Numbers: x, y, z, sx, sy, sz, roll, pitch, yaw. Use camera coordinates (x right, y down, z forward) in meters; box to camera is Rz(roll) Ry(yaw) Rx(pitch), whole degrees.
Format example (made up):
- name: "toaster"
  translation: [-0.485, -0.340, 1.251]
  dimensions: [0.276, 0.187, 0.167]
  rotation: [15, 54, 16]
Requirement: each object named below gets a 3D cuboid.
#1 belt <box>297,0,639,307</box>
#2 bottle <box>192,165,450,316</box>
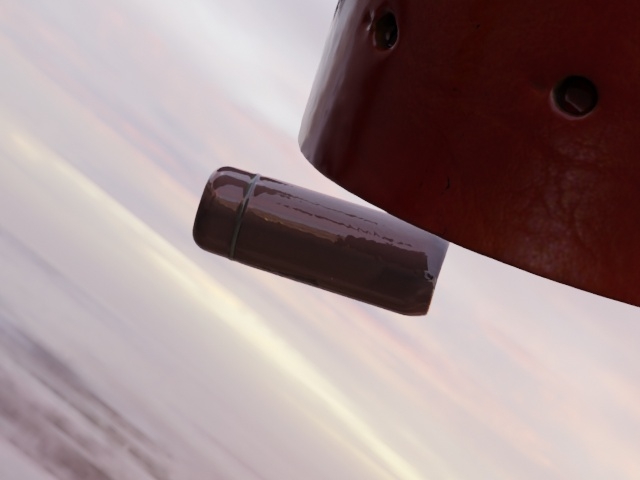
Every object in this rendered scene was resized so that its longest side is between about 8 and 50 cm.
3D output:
- name: "belt"
  translation: [0.114, -0.057, 0.612]
  dimensions: [0.227, 0.115, 0.324]
  rotation: [19, 12, 4]
- name: "bottle"
  translation: [0.000, 0.000, 0.889]
  dimensions: [0.140, 0.053, 0.053]
  rotation: [18, -8, 4]
